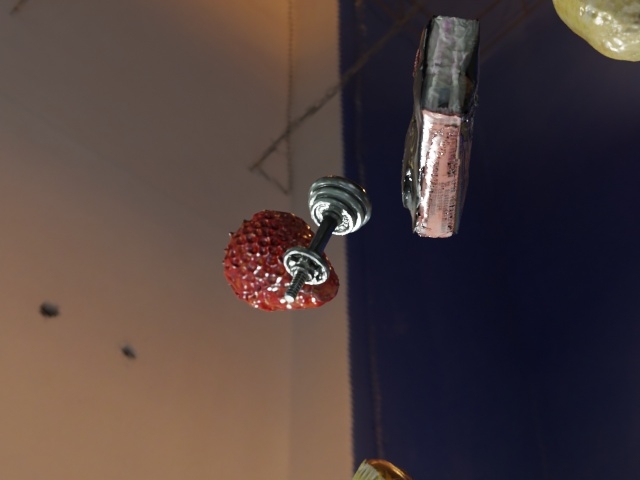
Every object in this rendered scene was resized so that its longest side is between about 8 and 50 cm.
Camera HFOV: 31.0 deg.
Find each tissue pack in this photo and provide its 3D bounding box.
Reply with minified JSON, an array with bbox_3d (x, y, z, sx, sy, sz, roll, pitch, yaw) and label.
[{"bbox_3d":[0.202,-0.188,1.972,0.123,0.332,0.245,6,-126,6],"label":"tissue pack"}]

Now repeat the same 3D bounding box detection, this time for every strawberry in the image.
[{"bbox_3d":[-0.062,0.056,2.138,0.205,0.205,0.244,19,-174,-42],"label":"strawberry"}]

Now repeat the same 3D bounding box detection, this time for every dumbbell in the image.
[{"bbox_3d":[0.000,0.000,1.839,0.110,0.110,0.254,40,-128,-17],"label":"dumbbell"}]

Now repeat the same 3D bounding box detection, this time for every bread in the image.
[{"bbox_3d":[0.135,0.460,2.000,0.190,0.114,0.132,32,173,27],"label":"bread"}]

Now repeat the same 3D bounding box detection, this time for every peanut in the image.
[{"bbox_3d":[0.424,-0.346,1.701,0.129,0.129,0.224,24,-150,-38],"label":"peanut"}]
